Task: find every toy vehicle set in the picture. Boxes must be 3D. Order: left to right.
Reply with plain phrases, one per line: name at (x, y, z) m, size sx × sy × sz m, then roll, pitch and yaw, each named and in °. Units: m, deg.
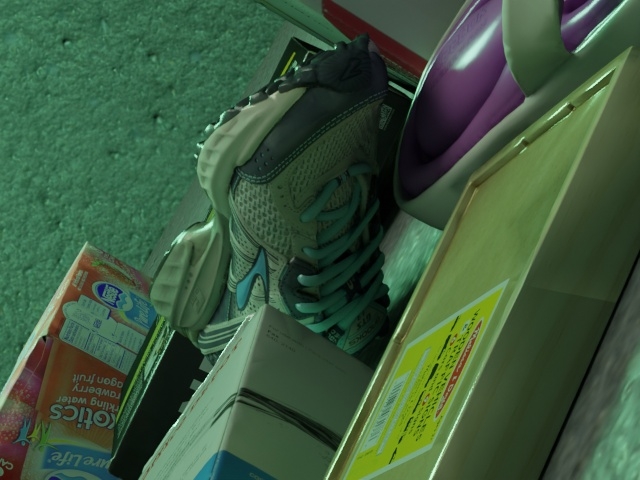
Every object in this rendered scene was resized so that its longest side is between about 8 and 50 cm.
toy vehicle set at (0.052, 0.065, 0.736) m, size 0.267 × 0.035 × 0.166 m, roll -63°, pitch 8°, yaw -22°

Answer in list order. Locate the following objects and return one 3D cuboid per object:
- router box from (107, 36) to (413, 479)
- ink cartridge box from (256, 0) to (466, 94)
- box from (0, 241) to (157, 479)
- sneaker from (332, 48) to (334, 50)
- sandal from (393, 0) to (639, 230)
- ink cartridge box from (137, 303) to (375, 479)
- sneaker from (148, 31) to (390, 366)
router box at (-0.047, 0.013, 1.317) m, size 0.309 × 0.081 × 0.243 m, roll -64°, pitch 7°, yaw 7°
ink cartridge box at (0.026, -0.184, 1.136) m, size 0.131 × 0.226 × 0.306 m, roll -59°, pitch 6°, yaw 2°
box at (-0.188, 0.127, 1.617) m, size 0.142 × 0.154 × 0.300 m, roll -58°, pitch 9°, yaw 12°
sneaker at (0.052, -0.231, 1.646) m, size 0.225 × 0.093 × 0.088 m, roll -65°, pitch 9°, yaw -31°
sandal at (0.109, -0.150, 0.820) m, size 0.169 × 0.102 × 0.416 m, roll -86°, pitch 20°, yaw -44°
ink cartridge box at (-0.043, 0.139, 0.899) m, size 0.139 × 0.082 × 0.190 m, roll -56°, pitch 7°, yaw 25°
sneaker at (0.000, 0.000, 1.002) m, size 0.110 × 0.122 × 0.283 m, roll -31°, pitch -18°, yaw -27°
